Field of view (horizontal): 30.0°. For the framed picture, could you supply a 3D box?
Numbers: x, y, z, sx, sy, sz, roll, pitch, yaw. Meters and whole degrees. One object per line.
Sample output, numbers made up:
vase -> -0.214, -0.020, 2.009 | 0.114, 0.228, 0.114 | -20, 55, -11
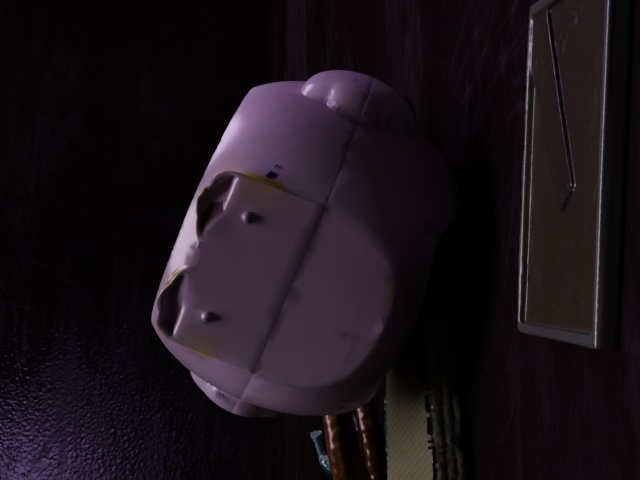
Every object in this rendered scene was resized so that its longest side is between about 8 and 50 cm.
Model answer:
framed picture -> 0.179, -0.060, 0.868 | 0.192, 0.018, 0.265 | 178, 94, -83

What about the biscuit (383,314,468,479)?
biscuit -> 0.106, 0.213, 1.184 | 0.150, 0.052, 0.252 | 110, 165, -52

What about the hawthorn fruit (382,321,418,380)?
hawthorn fruit -> 0.075, 0.113, 1.372 | 0.093, 0.093, 0.093 | -177, 90, -83

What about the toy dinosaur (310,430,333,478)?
toy dinosaur -> 0.025, 0.354, 1.835 | 0.187, 0.044, 0.106 | -135, 33, -63

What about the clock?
clock -> 0.000, 0.000, 1.241 | 0.376, 0.250, 0.368 | -72, 5, -72

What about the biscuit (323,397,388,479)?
biscuit -> 0.043, 0.236, 1.448 | 0.220, 0.066, 0.220 | -10, -90, -88
